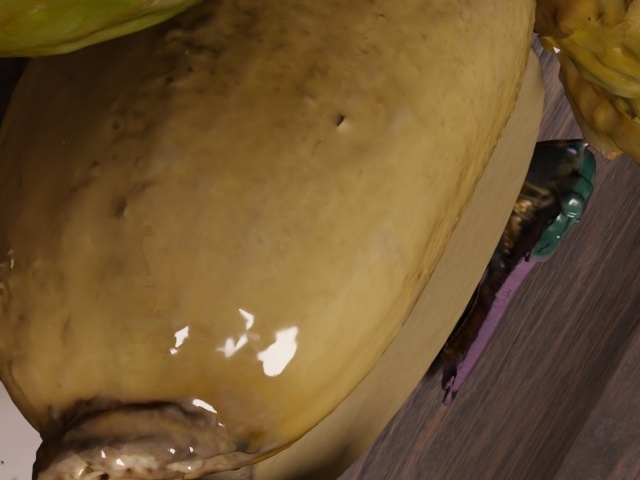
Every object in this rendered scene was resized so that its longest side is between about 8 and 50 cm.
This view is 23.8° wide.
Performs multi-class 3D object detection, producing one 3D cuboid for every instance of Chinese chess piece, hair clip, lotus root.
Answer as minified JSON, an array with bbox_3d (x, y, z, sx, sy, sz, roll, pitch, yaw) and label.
[{"bbox_3d":[0.000,0.000,0.706,0.273,0.102,0.273,-49,158,-28],"label":"Chinese chess piece"},{"bbox_3d":[0.140,0.018,1.177,0.095,0.110,0.359,-12,153,-9],"label":"hair clip"},{"bbox_3d":[-0.014,-0.048,0.482,0.131,0.146,0.303,95,15,-46],"label":"lotus root"}]

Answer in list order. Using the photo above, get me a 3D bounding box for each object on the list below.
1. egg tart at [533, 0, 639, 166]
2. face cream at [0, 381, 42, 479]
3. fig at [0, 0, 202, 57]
[{"bbox_3d":[0.133,-0.172,0.556,0.132,0.341,0.341,-8,138,-21],"label":"egg tart"},{"bbox_3d":[-0.137,0.076,0.474,0.311,0.092,0.092,-42,156,-42],"label":"face cream"},{"bbox_3d":[-0.094,-0.073,0.375,0.236,0.124,0.124,-43,175,37],"label":"fig"}]
